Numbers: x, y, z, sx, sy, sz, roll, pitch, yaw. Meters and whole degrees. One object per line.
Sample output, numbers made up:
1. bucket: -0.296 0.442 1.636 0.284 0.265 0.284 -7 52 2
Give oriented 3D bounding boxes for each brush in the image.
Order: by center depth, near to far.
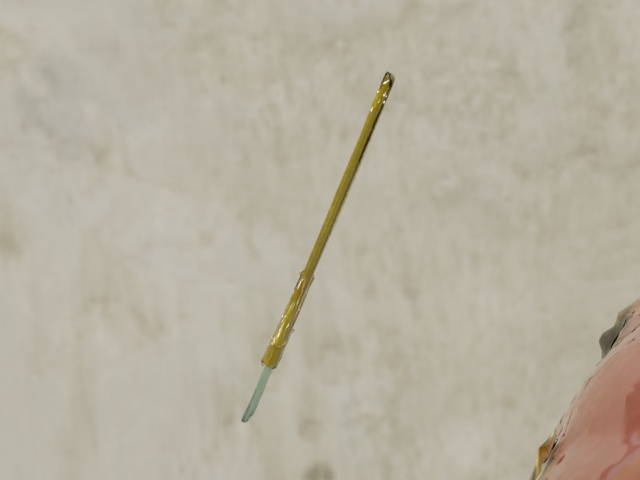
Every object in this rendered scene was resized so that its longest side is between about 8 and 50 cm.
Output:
1. brush: 0.000 0.000 1.067 0.010 0.218 0.082 23 32 1

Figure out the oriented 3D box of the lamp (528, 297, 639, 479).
1. lamp: 0.177 0.145 0.654 0.239 0.305 0.305 23 52 18
